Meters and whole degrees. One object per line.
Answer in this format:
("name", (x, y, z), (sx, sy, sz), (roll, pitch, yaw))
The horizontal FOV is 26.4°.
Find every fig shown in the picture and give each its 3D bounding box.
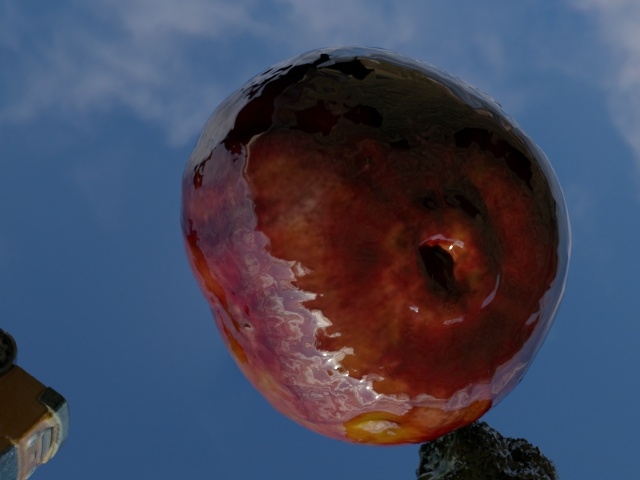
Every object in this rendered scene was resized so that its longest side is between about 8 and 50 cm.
("fig", (0.014, -0.010, 0.721), (0.186, 0.249, 0.203), (-43, -68, -4))

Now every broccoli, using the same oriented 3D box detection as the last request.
("broccoli", (0.076, 0.166, 0.704), (0.138, 0.162, 0.145), (-11, -74, -2))

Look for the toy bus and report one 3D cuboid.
("toy bus", (-0.251, 0.089, 0.837), (0.182, 0.091, 0.103), (36, -122, 8))
